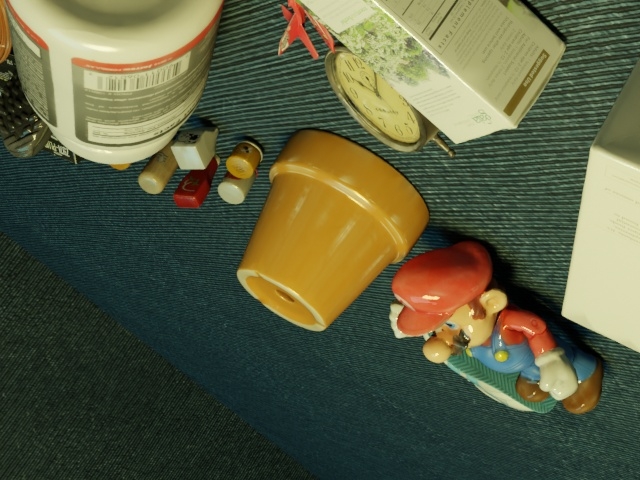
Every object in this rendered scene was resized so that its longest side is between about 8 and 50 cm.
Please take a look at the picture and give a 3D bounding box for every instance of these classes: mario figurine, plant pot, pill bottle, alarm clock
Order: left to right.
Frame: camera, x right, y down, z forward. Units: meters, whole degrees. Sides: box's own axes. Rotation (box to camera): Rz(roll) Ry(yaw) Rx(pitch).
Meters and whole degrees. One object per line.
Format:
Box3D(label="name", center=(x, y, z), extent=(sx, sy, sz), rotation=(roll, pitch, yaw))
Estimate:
Box3D(label="pill bottle", center=(-0.213, -0.216, 1.192), extent=(0.210, 0.210, 0.363), rotation=(33, 162, -1))
Box3D(label="plant pot", center=(0.000, 0.000, 1.417), extent=(0.205, 0.188, 0.205), rotation=(29, 162, 11))
Box3D(label="alarm clock", center=(0.059, -0.164, 1.098), extent=(0.129, 0.064, 0.192), rotation=(22, 154, 54))
Box3D(label="mario figurine", center=(0.202, 0.135, 1.443), extent=(0.320, 0.170, 0.198), rotation=(35, 129, -30))

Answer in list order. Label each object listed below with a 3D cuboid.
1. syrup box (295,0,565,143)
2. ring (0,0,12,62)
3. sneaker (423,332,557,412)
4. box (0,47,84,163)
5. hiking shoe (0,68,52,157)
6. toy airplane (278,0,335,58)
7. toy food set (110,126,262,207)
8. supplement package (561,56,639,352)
Box3D(label="syrup box", center=(0.077, -0.192, 0.951), extent=(0.237, 0.096, 0.093), rotation=(38, 163, -16))
Box3D(label="ring", center=(-0.533, -0.362, 1.505), extent=(0.336, 0.032, 0.337), rotation=(32, 149, 22))
Box3D(label="sneaker", center=(0.227, 0.171, 1.640), extent=(0.228, 0.087, 0.092), rotation=(38, 163, -9))
Box3D(label="box", center=(-0.389, -0.209, 1.622), extent=(0.180, 0.077, 0.147), rotation=(21, 132, 32))
Box3D(label="hiking shoe", center=(-0.320, -0.190, 1.432), extent=(0.086, 0.227, 0.114), rotation=(3, 155, 25))
Box3D(label="toy airplane", center=(-0.021, -0.222, 1.090), extent=(0.151, 0.028, 0.151), rotation=(51, 158, 30))
Box3D(label="toy food set", center=(-0.169, -0.120, 1.596), extent=(0.232, 0.104, 0.111), rotation=(1, 134, 27))
Box3D(label="supplement package", center=(0.303, -0.030, 0.861), extent=(0.177, 0.175, 0.293), rotation=(26, 160, 18))
